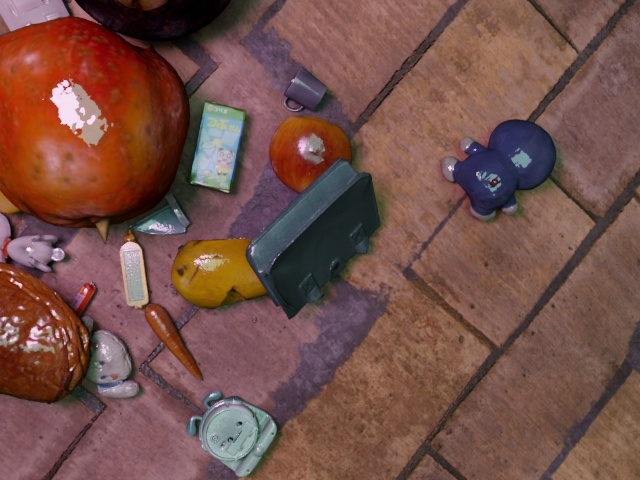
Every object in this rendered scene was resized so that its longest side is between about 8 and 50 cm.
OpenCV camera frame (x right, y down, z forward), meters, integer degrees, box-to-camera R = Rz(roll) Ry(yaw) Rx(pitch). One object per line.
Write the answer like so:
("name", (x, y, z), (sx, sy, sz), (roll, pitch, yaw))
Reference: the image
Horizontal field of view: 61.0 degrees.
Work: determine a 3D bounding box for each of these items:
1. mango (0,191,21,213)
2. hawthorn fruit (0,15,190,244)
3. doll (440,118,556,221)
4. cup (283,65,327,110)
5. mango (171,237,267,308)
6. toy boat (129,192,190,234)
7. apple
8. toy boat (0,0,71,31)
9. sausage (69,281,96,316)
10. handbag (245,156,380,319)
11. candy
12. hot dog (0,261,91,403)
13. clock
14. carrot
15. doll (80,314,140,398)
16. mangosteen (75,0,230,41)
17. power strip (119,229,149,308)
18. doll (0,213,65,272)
("mango", (-0.655, -0.153, 1.147), (0.130, 0.092, 0.195), (-15, 85, -9))
("hawthorn fruit", (-0.437, -0.189, 1.030), (0.402, 0.403, 0.403), (0, 91, -11))
("doll", (0.455, -0.187, 1.343), (0.258, 0.154, 0.228), (-37, 93, -15))
("cup", (-0.041, -0.344, 1.276), (0.077, 0.078, 0.100), (32, 118, -14))
("mango", (-0.200, 0.068, 1.216), (0.261, 0.130, 0.167), (-6, 107, -17))
("toy boat", (-0.366, -0.042, 1.235), (0.122, 0.034, 0.096), (-30, 96, -1))
("apple", (-0.022, -0.193, 1.246), (0.195, 0.160, 0.173), (11, 110, -5))
("toy boat", (-0.597, -0.472, 1.150), (0.129, 0.088, 0.295), (-28, 95, -9))
("sausage", (-0.536, 0.147, 1.197), (0.034, 0.034, 0.129), (30, 85, -10))
("handbag", (0.000, 0.000, 1.194), (0.089, 0.238, 0.326), (32, 69, 34))
("candy", (-0.234, -0.210, 1.239), (0.097, 0.062, 0.195), (12, 89, -10))
("hot dog", (-0.648, 0.186, 1.072), (0.387, 0.174, 0.267), (25, 115, -22))
("clock", (-0.208, 0.439, 1.251), (0.188, 0.060, 0.148), (33, 85, -9))
("carrot", (-0.330, 0.235, 1.236), (0.048, 0.048, 0.216), (-33, 100, -9))
("doll", (-0.475, 0.261, 1.193), (0.103, 0.071, 0.214), (-26, 104, 2))
("mangosteen", (-0.326, -0.593, 1.027), (0.382, 0.435, 0.382), (0, 88, -9))
("power strip", (-0.420, 0.064, 1.222), (0.049, 0.028, 0.178), (-7, 92, -11))
("doll", (-0.735, 0.007, 1.130), (0.383, 0.099, 0.188), (8, 83, -7))
